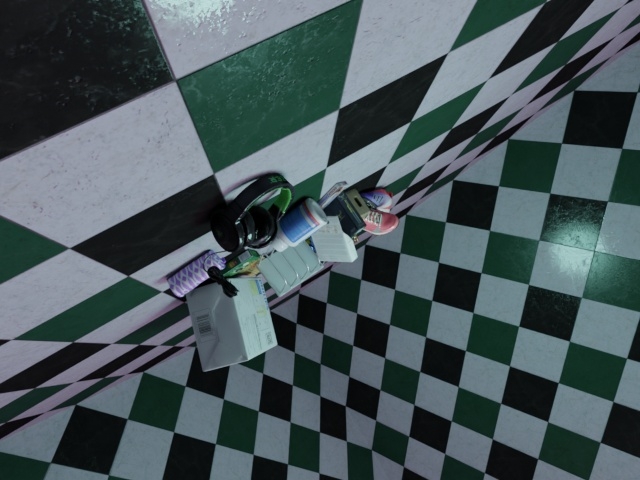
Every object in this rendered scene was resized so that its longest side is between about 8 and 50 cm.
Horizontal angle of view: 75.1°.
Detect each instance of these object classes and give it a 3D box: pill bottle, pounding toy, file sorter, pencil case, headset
[{"bbox_3d":[-0.093,-0.054,1.596,0.221,0.124,0.124,-35,169,16],"label":"pill bottle"},{"bbox_3d":[0.140,-0.104,1.888,0.094,0.181,0.206,-27,169,-27],"label":"pounding toy"},{"bbox_3d":[-0.124,0.091,1.945,0.277,0.193,0.173,-32,168,-29],"label":"file sorter"},{"bbox_3d":[-0.439,0.119,1.475,0.206,0.086,0.088,-33,157,3],"label":"pencil case"},{"bbox_3d":[-0.211,-0.016,1.247,0.394,0.185,0.243,-48,165,19],"label":"headset"}]

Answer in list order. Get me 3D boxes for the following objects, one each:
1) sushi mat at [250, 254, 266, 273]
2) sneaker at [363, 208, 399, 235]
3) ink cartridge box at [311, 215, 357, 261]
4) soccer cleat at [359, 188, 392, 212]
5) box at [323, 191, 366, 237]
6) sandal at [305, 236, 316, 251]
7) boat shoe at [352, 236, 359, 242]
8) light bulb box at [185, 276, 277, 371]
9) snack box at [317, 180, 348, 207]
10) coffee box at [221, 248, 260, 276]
[{"bbox_3d":[-0.324,0.129,2.053,0.151,0.019,0.316,-33,170,-1],"label":"sushi mat"},{"bbox_3d":[0.219,-0.102,1.996,0.313,0.116,0.136,6,163,12],"label":"sneaker"},{"bbox_3d":[0.046,-0.014,1.801,0.181,0.225,0.056,1,-152,38],"label":"ink cartridge box"},{"bbox_3d":[0.273,-0.212,2.069,0.318,0.108,0.117,11,100,-59],"label":"soccer cleat"},{"bbox_3d":[0.084,-0.080,1.828,0.059,0.183,0.233,-27,169,-32],"label":"box"},{"bbox_3d":[0.000,0.000,2.098,0.126,0.138,0.317,-28,167,-12],"label":"sandal"},{"bbox_3d":[0.140,-0.055,2.130,0.073,0.207,0.073,-21,130,3],"label":"boat shoe"},{"bbox_3d":[-0.395,0.366,1.916,0.225,0.358,0.361,-16,172,12],"label":"light bulb box"},{"bbox_3d":[0.037,-0.176,1.690,0.064,0.022,0.178,-23,166,-48],"label":"snack box"},{"bbox_3d":[-0.355,0.103,1.780,0.184,0.040,0.113,-33,170,5],"label":"coffee box"}]
